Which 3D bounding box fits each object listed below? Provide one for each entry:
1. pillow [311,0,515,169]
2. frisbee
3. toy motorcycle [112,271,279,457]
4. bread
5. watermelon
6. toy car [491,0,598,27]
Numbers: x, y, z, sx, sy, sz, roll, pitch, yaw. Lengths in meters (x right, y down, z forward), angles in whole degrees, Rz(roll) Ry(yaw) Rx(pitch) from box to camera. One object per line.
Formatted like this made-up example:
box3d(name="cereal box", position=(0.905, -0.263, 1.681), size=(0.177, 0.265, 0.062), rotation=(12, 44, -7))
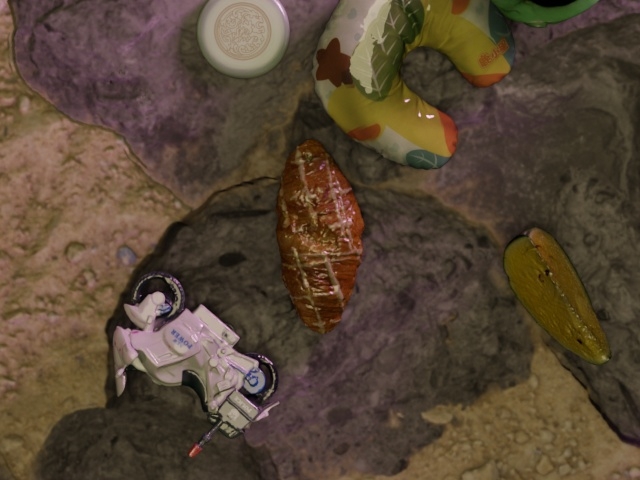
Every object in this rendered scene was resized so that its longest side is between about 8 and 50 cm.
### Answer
box3d(name="pillow", position=(0.105, -0.211, 1.911), size=(0.214, 0.086, 0.233), rotation=(34, 97, -14))
box3d(name="frisbee", position=(-0.090, -0.242, 1.941), size=(0.110, 0.014, 0.110), rotation=(0, 99, 2))
box3d(name="toy motorcycle", position=(-0.159, 0.152, 1.969), size=(0.221, 0.102, 0.150), rotation=(40, 86, -4))
box3d(name="bread", position=(0.000, 0.000, 1.948), size=(0.104, 0.076, 0.233), rotation=(-3, 101, 5))
box3d(name="watermelon", position=(0.262, 0.064, 1.941), size=(0.075, 0.092, 0.181), rotation=(-29, 105, 20))
box3d(name="toy car", position=(0.330, -0.373, 1.814), size=(0.358, 0.213, 0.176), rotation=(-42, 130, 11))
